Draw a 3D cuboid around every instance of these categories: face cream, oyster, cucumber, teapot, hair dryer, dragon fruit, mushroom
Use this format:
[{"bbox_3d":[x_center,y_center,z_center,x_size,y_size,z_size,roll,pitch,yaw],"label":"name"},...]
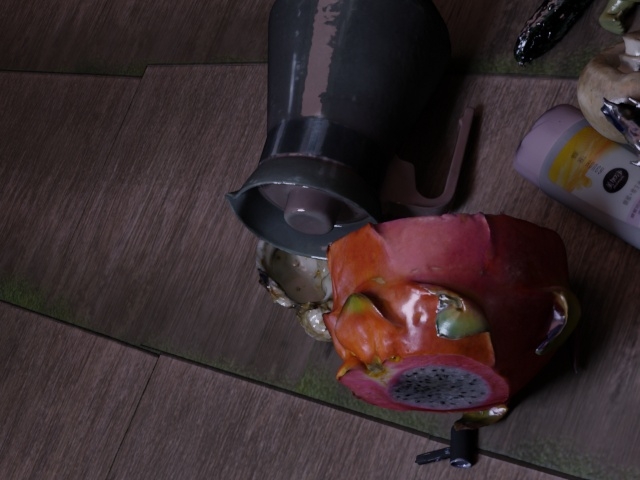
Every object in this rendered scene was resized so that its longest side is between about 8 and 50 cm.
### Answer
[{"bbox_3d":[0.329,-0.066,1.426,0.107,0.073,0.269,-48,38,2],"label":"face cream"},{"bbox_3d":[0.006,0.003,1.736,0.166,0.094,0.294,7,61,28],"label":"oyster"},{"bbox_3d":[0.310,-0.299,1.616,0.181,0.053,0.053,-52,39,14],"label":"cucumber"},{"bbox_3d":[0.047,-0.160,1.657,0.300,0.253,0.344,13,65,4],"label":"teapot"},{"bbox_3d":[0.143,0.247,1.470,0.083,0.026,0.047,-28,46,43],"label":"hair dryer"},{"bbox_3d":[0.141,0.091,1.372,0.291,0.291,0.189,-21,59,38],"label":"dragon fruit"},{"bbox_3d":[0.367,-0.175,1.388,0.166,0.166,0.127,21,123,51],"label":"mushroom"}]

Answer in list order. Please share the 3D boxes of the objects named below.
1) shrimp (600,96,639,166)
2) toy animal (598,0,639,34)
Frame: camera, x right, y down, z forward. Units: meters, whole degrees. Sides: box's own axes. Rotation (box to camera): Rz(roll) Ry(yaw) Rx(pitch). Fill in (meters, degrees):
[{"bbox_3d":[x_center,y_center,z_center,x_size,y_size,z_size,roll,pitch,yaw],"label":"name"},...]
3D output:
[{"bbox_3d":[0.389,-0.025,1.263,0.317,0.062,0.164,42,92,23],"label":"shrimp"},{"bbox_3d":[0.403,-0.308,1.496,0.101,0.103,0.219,-49,35,-15],"label":"toy animal"}]
